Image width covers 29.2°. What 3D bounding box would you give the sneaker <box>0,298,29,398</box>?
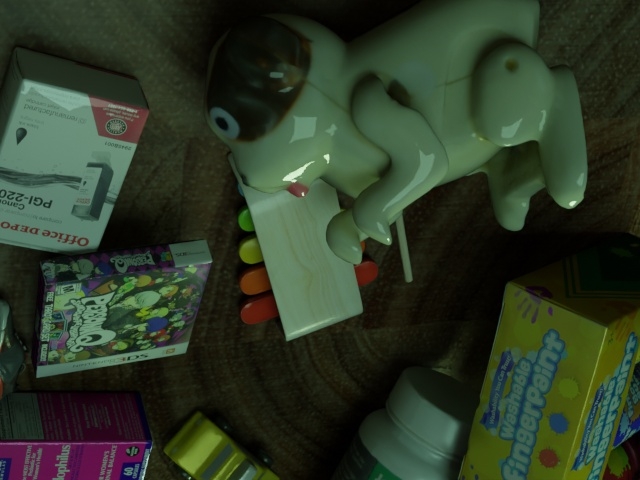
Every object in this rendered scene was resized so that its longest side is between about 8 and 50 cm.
[{"bbox_3d":[-0.415,0.139,1.610,0.065,0.061,0.158,-18,132,-44],"label":"sneaker"}]

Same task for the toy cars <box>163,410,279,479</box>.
[{"bbox_3d":[-0.130,0.438,1.830,0.176,0.087,0.393,-10,110,-24],"label":"toy cars"}]

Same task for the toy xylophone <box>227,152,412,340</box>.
[{"bbox_3d":[0.000,0.000,1.650,0.236,0.081,0.322,-13,125,-13],"label":"toy xylophone"}]

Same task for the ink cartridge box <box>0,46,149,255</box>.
[{"bbox_3d":[-0.316,-0.099,1.459,0.159,0.092,0.218,12,119,-27],"label":"ink cartridge box"}]

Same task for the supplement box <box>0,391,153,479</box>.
[{"bbox_3d":[-0.354,0.282,1.682,0.220,0.114,0.111,4,121,-21],"label":"supplement box"}]

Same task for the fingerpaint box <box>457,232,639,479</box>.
[{"bbox_3d":[0.376,0.249,1.774,0.371,0.163,0.444,-15,123,-50],"label":"fingerpaint box"}]

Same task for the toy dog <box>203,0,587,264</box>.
[{"bbox_3d":[0.068,-0.169,1.434,0.408,0.284,0.395,-4,92,-11],"label":"toy dog"}]

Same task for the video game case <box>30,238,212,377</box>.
[{"bbox_3d":[-0.260,0.089,1.576,0.210,0.042,0.232,-8,147,-22],"label":"video game case"}]

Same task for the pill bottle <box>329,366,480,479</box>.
[{"bbox_3d":[0.117,0.385,1.864,0.204,0.204,0.361,18,107,-30],"label":"pill bottle"}]
